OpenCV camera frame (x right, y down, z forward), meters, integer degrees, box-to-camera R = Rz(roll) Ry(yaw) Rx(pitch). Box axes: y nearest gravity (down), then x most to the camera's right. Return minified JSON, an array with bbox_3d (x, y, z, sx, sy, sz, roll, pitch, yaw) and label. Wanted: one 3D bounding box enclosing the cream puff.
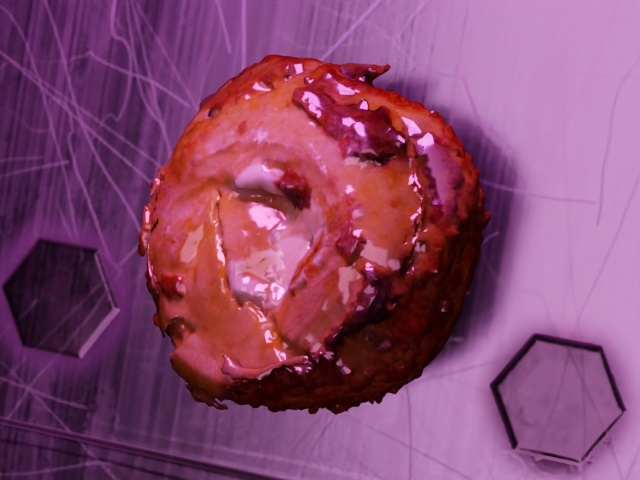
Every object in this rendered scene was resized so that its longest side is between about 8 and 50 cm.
[{"bbox_3d":[0.004,-0.001,1.738,0.350,0.228,0.350,-5,80,32],"label":"cream puff"}]
